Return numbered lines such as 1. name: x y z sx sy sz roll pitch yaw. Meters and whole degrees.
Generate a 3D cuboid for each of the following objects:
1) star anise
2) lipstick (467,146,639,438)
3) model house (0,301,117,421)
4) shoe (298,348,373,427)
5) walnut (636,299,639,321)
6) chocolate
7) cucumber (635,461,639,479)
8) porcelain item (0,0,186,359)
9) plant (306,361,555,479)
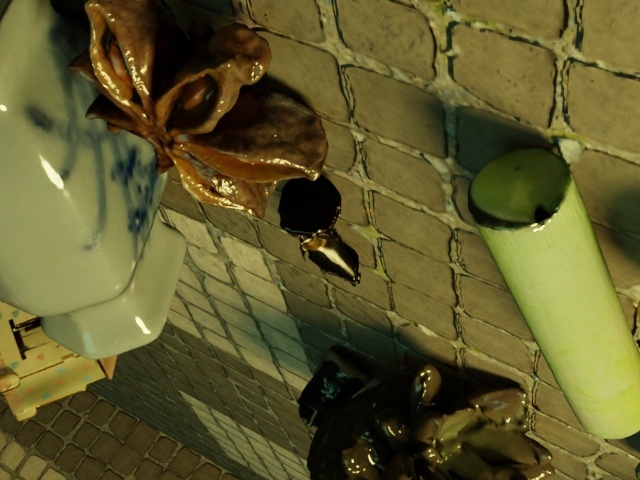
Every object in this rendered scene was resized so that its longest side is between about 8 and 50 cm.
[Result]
1. star anise: -0.091 -0.113 0.747 0.214 0.099 0.220 21 154 -5
2. lipstick: 0.192 0.052 0.714 0.076 0.076 0.304 14 150 41
3. model house: -0.428 0.094 1.507 0.169 0.244 0.326 90 154 -63
4. shoe: 0.008 0.210 1.264 0.071 0.099 0.169 36 158 2
5. walnut: 0.263 0.040 0.618 0.091 0.052 0.121 27 159 13
6. chocolate: -0.002 -0.003 0.887 0.072 0.070 0.147 54 169 29
7. cucumber: 0.363 0.233 0.869 0.116 0.062 0.115 23 155 43
8. porcelain item: -0.260 -0.065 0.895 0.178 0.243 0.405 3 145 14
9. plant: 0.121 0.259 1.089 0.194 0.182 0.320 35 157 -14
